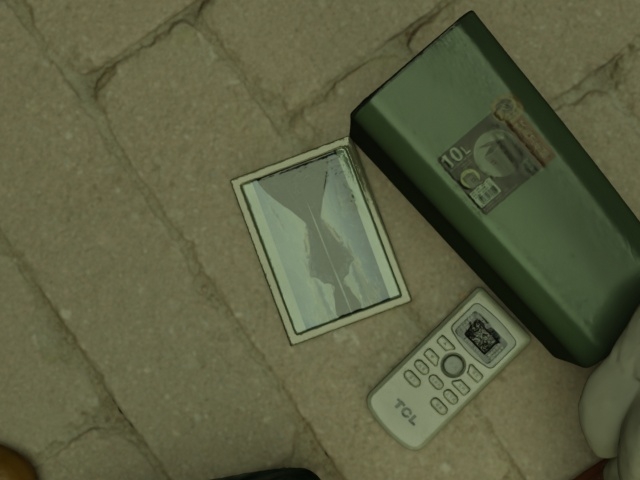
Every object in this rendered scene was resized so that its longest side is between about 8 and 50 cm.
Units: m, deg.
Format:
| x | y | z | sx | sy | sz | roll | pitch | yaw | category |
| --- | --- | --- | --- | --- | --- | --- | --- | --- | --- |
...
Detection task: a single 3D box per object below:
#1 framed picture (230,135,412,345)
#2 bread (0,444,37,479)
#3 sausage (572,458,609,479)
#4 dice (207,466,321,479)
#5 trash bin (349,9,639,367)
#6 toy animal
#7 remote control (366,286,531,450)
| x | y | z | sx | sy | sz | roll | pitch | yaw | category |
| --- | --- | --- | --- | --- | --- | --- | --- | --- | --- |
| 0.000 | 0.000 | 1.293 | 0.150 | 0.015 | 0.203 | -20 | 86 | 1 | framed picture |
| -0.409 | 0.276 | 1.265 | 0.189 | 0.077 | 0.114 | 6 | 91 | 0 | bread |
| 0.319 | 0.253 | 1.253 | 0.157 | 0.036 | 0.042 | -31 | 60 | 1 | sausage |
| -0.119 | 0.428 | 1.115 | 0.327 | 0.330 | 0.348 | -15 | 87 | 2 | dice |
| 0.202 | -0.047 | 1.186 | 0.158 | 0.223 | 0.343 | -42 | 87 | -1 | trash bin |
| 0.349 | 0.190 | 1.092 | 0.257 | 0.194 | 0.357 | -24 | 125 | 1 | toy animal |
| 0.140 | 0.146 | 1.270 | 0.190 | 0.029 | 0.087 | -43 | 85 | 0 | remote control |
